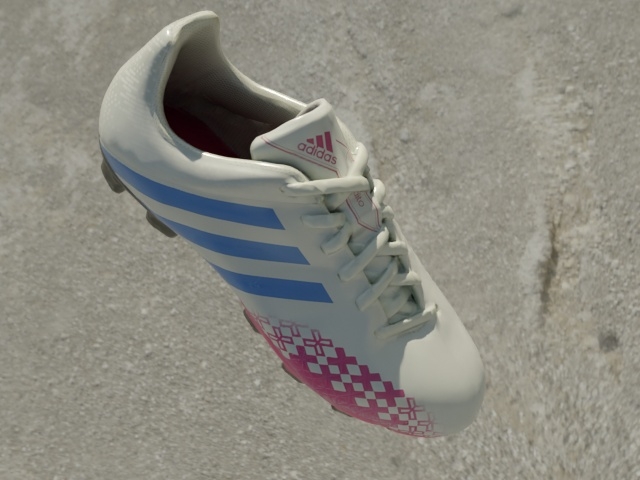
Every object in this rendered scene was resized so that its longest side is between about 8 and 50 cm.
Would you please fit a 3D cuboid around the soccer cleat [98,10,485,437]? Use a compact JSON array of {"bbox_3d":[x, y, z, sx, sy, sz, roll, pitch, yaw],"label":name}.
[{"bbox_3d":[0.000,0.000,0.451,0.331,0.143,0.116,41,47,-6],"label":"soccer cleat"}]
